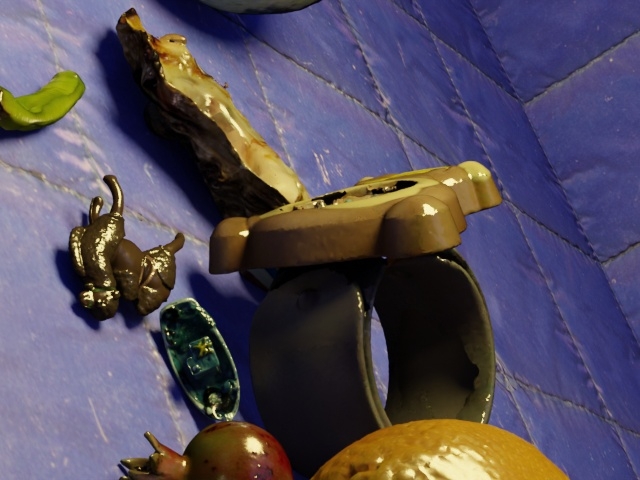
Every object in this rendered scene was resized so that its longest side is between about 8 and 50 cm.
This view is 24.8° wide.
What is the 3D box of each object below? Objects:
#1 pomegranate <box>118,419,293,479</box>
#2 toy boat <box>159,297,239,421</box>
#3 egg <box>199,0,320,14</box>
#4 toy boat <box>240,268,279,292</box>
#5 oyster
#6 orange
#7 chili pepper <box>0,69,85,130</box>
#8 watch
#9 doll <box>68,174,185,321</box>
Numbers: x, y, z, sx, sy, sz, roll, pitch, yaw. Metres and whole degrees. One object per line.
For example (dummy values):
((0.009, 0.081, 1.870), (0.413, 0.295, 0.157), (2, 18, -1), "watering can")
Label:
((-0.096, 0.216, 1.336), (0.159, 0.129, 0.129), (45, 22, -9), "pomegranate")
((-0.121, 0.124, 1.488), (0.061, 0.060, 0.137), (112, -44, -79), "toy boat")
((-0.090, -0.486, 2.038), (0.345, 0.345, 0.428), (57, 22, 0), "egg")
((-0.028, 0.053, 1.823), (0.229, 0.046, 0.080), (25, 38, -54), "toy boat")
((-0.133, -0.131, 1.792), (0.361, 0.096, 0.221), (48, 18, -23), "oyster")
((0.122, 0.332, 1.382), (0.357, 0.322, 0.322), (41, 26, -46), "orange")
((-0.296, -0.140, 1.498), (0.052, 0.050, 0.201), (41, 18, 4), "chili pepper")
((0.078, 0.101, 1.645), (0.335, 0.314, 0.327), (-22, 103, -54), "watch")
((-0.201, 0.023, 1.471), (0.139, 0.057, 0.165), (45, 32, -33), "doll")
